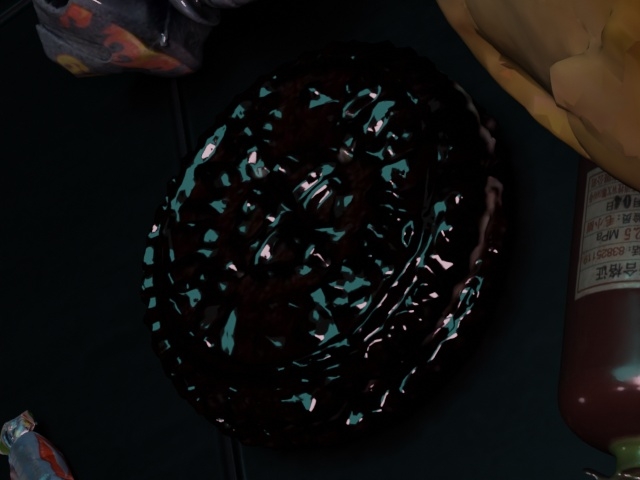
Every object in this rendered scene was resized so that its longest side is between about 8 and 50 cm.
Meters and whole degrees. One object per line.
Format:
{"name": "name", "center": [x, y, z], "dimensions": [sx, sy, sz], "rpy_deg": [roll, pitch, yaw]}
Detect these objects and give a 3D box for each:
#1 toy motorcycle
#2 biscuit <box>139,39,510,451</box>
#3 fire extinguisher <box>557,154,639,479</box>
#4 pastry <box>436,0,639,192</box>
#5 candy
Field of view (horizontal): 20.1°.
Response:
{"name": "toy motorcycle", "center": [-0.104, -0.185, 0.969], "dimensions": [0.173, 0.108, 0.307], "rpy_deg": [-50, 41, 13]}
{"name": "biscuit", "center": [0.000, 0.000, 0.801], "dimensions": [0.194, 0.053, 0.194], "rpy_deg": [-21, 53, 30]}
{"name": "fire extinguisher", "center": [0.140, 0.018, 0.665], "dimensions": [0.099, 0.071, 0.231], "rpy_deg": [2, 65, 12]}
{"name": "pastry", "center": [0.220, -0.164, 0.559], "dimensions": [0.409, 0.245, 0.409], "rpy_deg": [-13, 60, 23]}
{"name": "candy", "center": [-0.137, 0.116, 0.876], "dimensions": [0.030, 0.020, 0.083], "rpy_deg": [-45, 46, 11]}
